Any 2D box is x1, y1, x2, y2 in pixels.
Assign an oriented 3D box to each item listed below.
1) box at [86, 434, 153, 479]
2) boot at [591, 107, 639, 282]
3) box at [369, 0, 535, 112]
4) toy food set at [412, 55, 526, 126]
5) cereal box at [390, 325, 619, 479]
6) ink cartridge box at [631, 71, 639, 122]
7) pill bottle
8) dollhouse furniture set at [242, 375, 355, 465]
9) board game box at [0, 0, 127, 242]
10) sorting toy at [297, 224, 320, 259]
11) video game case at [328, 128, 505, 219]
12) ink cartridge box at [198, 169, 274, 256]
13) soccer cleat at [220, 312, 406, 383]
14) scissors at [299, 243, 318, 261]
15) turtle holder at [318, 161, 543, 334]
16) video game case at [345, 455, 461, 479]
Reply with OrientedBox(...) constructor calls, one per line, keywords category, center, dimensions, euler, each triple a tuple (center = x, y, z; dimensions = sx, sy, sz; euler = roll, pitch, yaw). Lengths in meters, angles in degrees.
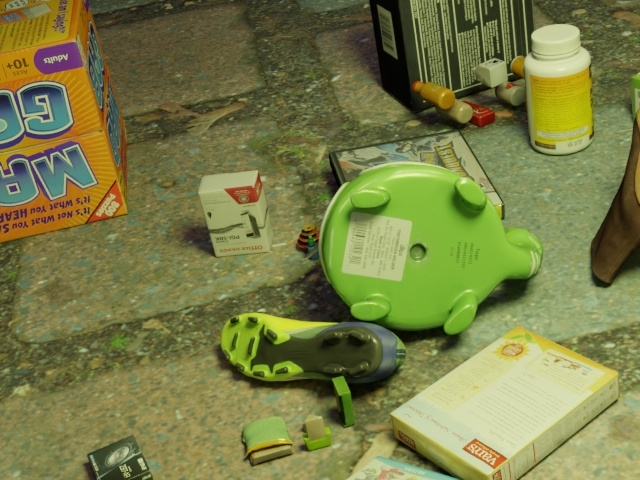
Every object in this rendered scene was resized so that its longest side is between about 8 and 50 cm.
OrientedBox(category="box", center=(-0.262, 0.295, 1.406), dimensions=(0.067, 0.018, 0.083), euler=(-21, 32, -15))
OrientedBox(category="boot", center=(0.461, -0.075, 1.609), dimensions=(0.090, 0.207, 0.248), euler=(26, 33, -8))
OrientedBox(category="box", center=(0.270, -0.460, 2.217), dimensions=(0.294, 0.296, 0.183), euler=(-18, 31, -13))
OrientedBox(category="toy food set", center=(0.302, -0.296, 2.109), dimensions=(0.232, 0.111, 0.104), euler=(-27, 34, -19))
OrientedBox(category="cereal box", center=(0.232, 0.208, 1.357), dimensions=(0.240, 0.047, 0.173), euler=(-30, 35, -27))
OrientedBox(category="ink cartridge box", center=(0.721, -0.284, 1.966), dimensions=(0.255, 0.097, 0.189), euler=(-31, 35, -28))
OrientedBox(category="pill bottle", center=(0.425, -0.270, 1.923), dimensions=(0.117, 0.215, 0.117), euler=(-8, 31, 5))
OrientedBox(category="dollhouse furniture set", center=(-0.033, 0.231, 1.398), dimensions=(0.151, 0.058, 0.076), euler=(-15, 30, -6))
OrientedBox(category="board game box", center=(-0.589, -0.243, 2.081), dimensions=(0.356, 0.356, 0.356), euler=(-13, 30, -3))
OrientedBox(category="sorting toy", center=(0.000, 0.000, 1.787), dimensions=(0.102, 0.042, 0.061), euler=(14, 39, 36))
OrientedBox(category="video game case", center=(0.160, -0.099, 1.874), dimensions=(0.248, 0.035, 0.275), euler=(-11, 35, -5))
OrientedBox(category="ink cartridge box", center=(-0.141, -0.044, 1.817), dimensions=(0.099, 0.135, 0.056), euler=(-6, 34, 10))
OrientedBox(category="soccer cleat", center=(-0.014, 0.155, 1.516), dimensions=(0.289, 0.093, 0.121), euler=(1, -6, 36))
OrientedBox(category="scissors", center=(0.058, -0.044, 1.767), dimensions=(0.297, 0.021, 0.109), euler=(-28, 42, -26))
OrientedBox(category="turtle holder", center=(0.154, -0.009, 1.563), dimensions=(0.320, 0.243, 0.227), euler=(-21, 11, -3))
OrientedBox(category="video game case", center=(0.075, 0.299, 1.241), dimensions=(0.119, 0.015, 0.166), euler=(10, 17, 32))
